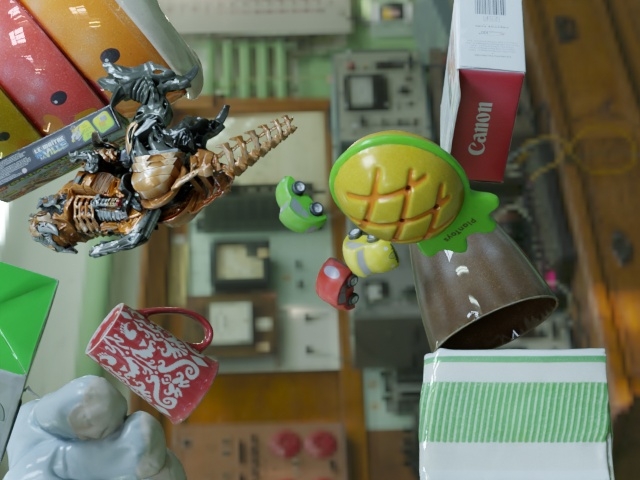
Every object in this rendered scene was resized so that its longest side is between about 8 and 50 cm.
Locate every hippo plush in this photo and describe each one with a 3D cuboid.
[{"bbox_3d":[-0.326,0.296,1.569,0.237,0.294,0.234,-58,2,-34],"label":"hippo plush"}]

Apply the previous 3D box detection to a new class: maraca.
[{"bbox_3d":[0.094,-0.043,1.325,0.127,0.185,0.099,-37,35,35],"label":"maraca"}]

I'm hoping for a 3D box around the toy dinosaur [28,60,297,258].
[{"bbox_3d":[-0.181,-0.078,1.532,0.164,0.321,0.218,84,-176,-49],"label":"toy dinosaur"}]

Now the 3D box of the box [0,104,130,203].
[{"bbox_3d":[-0.361,-0.116,1.814,0.036,0.207,0.114,64,-178,5],"label":"box"}]

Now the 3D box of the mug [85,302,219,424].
[{"bbox_3d":[-0.245,0.165,1.946,0.113,0.169,0.150,-43,18,35],"label":"mug"}]

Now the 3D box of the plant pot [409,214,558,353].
[{"bbox_3d":[0.232,0.044,2.119,0.215,0.215,0.230,92,155,-66],"label":"plant pot"}]

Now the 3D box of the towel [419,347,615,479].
[{"bbox_3d":[0.244,0.291,1.637,0.038,0.247,0.325,83,-172,-68],"label":"towel"}]

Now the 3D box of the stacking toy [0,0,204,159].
[{"bbox_3d":[-0.445,-0.216,1.980,0.350,0.480,0.350,47,176,4],"label":"stacking toy"}]

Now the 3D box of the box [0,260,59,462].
[{"bbox_3d":[-0.428,0.102,1.381,0.231,0.261,0.127,122,164,-52],"label":"box"}]

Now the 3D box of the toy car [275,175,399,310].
[{"bbox_3d":[0.000,0.000,2.060,0.225,0.053,0.239,49,150,4],"label":"toy car"}]

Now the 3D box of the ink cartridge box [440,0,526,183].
[{"bbox_3d":[0.300,-0.257,2.492,0.309,0.130,0.272,92,-178,-53],"label":"ink cartridge box"}]
